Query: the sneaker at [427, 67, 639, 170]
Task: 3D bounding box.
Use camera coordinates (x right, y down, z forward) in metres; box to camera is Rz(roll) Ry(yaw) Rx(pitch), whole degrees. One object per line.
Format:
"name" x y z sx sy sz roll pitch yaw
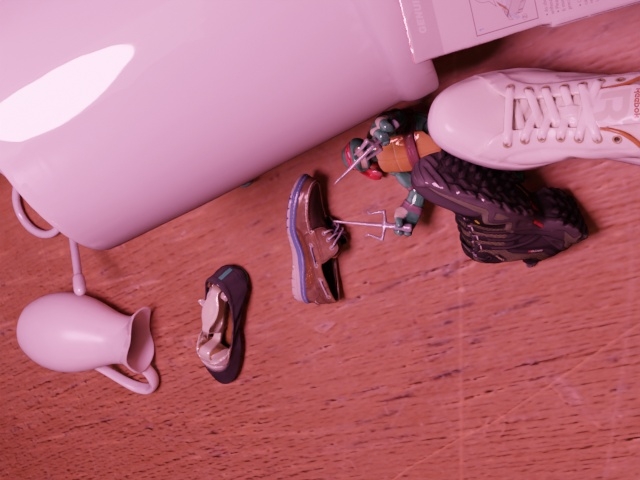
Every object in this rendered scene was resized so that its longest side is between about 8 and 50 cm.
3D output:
"sneaker" 0.252 -0.128 0.818 0.290 0.123 0.105 2 82 4

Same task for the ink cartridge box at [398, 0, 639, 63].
"ink cartridge box" 0.160 -0.324 0.707 0.261 0.066 0.296 -16 106 -2

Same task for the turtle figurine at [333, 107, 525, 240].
"turtle figurine" 0.104 -0.099 0.967 0.234 0.118 0.175 -12 142 20

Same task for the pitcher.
"pitcher" -0.362 0.169 1.349 0.207 0.125 0.177 6 126 17

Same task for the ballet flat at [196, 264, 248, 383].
"ballet flat" -0.150 0.131 1.233 0.074 0.074 0.203 22 117 22

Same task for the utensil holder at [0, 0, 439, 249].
"utensil holder" -0.125 -0.208 0.864 0.386 0.327 0.327 -28 93 9

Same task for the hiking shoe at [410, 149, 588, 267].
"hiking shoe" 0.179 -0.018 0.918 0.227 0.086 0.114 19 131 -26

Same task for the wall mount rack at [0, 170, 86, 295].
"wall mount rack" -0.392 -0.103 1.251 0.304 0.130 0.350 35 122 15

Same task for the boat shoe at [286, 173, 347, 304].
"boat shoe" 0.000 0.000 1.107 0.066 0.066 0.183 9 122 22

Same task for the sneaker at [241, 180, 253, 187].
"sneaker" -0.129 -0.149 1.125 0.076 0.065 0.166 -29 93 30
